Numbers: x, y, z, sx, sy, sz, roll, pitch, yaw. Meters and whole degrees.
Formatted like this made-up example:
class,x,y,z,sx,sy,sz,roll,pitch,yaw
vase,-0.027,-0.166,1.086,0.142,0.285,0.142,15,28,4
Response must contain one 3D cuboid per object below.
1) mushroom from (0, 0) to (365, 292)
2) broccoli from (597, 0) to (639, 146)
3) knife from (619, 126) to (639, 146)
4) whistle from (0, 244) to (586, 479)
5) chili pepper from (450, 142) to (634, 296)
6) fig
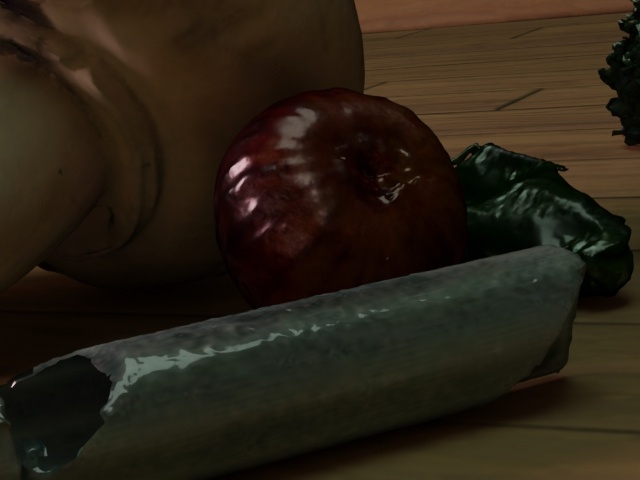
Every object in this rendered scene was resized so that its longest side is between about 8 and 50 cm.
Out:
class,x,y,z,sx,sy,sz,roll,pitch,yaw
mushroom,-0.149,-0.111,0.820,0.315,0.315,0.356,1,-6,33
broccoli,0.274,-0.085,0.837,0.219,0.194,0.194,38,34,24
knife,0.302,-0.068,1.044,0.089,0.043,0.365,-41,17,0
whistle,-0.036,0.059,0.579,0.312,0.062,0.062,-12,13,-22
chili pepper,0.087,-0.006,0.826,0.108,0.062,0.216,-19,16,-24
fig,0.002,-0.013,0.743,0.128,0.128,0.150,-12,14,-23
